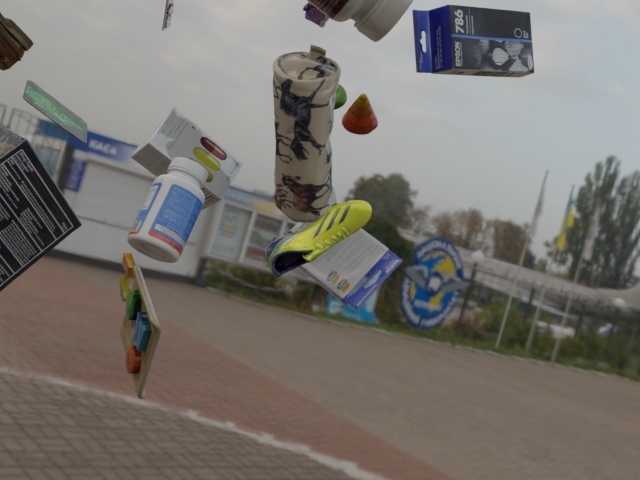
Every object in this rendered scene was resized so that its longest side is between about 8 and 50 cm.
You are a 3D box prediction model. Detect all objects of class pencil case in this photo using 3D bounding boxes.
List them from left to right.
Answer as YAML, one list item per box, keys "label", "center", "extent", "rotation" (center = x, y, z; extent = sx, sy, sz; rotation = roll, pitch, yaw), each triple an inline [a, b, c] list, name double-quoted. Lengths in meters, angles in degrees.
- label: "pencil case"
  center: [-0.035, -0.257, 1.816]
  extent: [0.160, 0.410, 0.183]
  rotation: [8, 34, 10]

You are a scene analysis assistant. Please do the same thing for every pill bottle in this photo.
- label: "pill bottle"
  center: [-0.334, -0.071, 1.663]
  extent: [0.124, 0.221, 0.124]
  rotation: [19, -21, 7]
- label: "pill bottle"
  center: [0.027, -0.648, 1.693]
  extent: [0.392, 0.224, 0.224]
  rotation: [33, -5, -16]

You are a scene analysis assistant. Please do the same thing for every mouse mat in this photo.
- label: "mouse mat"
  center: [-0.681, -0.333, 1.908]
  extent: [0.190, 0.007, 0.152]
  rotation: [38, 14, -31]

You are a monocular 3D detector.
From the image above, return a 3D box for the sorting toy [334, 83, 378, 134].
- label: "sorting toy"
  center: [0.046, -0.498, 2.415]
  extent: [0.365, 0.127, 0.126]
  rotation: [42, -27, 22]

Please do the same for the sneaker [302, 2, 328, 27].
- label: "sneaker"
  center: [-0.009, -0.608, 1.940]
  extent: [0.071, 0.068, 0.170]
  rotation: [13, -9, -9]

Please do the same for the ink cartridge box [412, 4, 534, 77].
- label: "ink cartridge box"
  center: [0.393, -0.505, 1.879]
  extent: [0.333, 0.165, 0.065]
  rotation: [-5, 1, -24]

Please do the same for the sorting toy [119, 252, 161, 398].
- label: "sorting toy"
  center: [-0.432, 0.178, 1.689]
  extent: [0.041, 0.229, 0.307]
  rotation: [0, 35, -28]

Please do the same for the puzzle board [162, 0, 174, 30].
- label: "puzzle board"
  center: [-0.372, -0.572, 1.825]
  extent: [0.011, 0.096, 0.128]
  rotation: [11, 19, -8]

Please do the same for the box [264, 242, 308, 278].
- label: "box"
  center: [-0.098, 0.060, 2.245]
  extent: [0.145, 0.038, 0.186]
  rotation: [36, -7, -5]

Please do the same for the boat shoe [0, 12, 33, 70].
- label: "boat shoe"
  center: [-0.786, -0.507, 1.650]
  extent: [0.111, 0.104, 0.307]
  rotation: [26, -15, 44]

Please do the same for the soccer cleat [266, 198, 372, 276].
- label: "soccer cleat"
  center: [0.000, 0.001, 1.774]
  extent: [0.093, 0.289, 0.121]
  rotation: [53, 17, -35]

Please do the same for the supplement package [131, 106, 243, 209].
- label: "supplement package"
  center: [-0.358, -0.217, 1.999]
  extent: [0.244, 0.139, 0.134]
  rotation: [38, -29, -21]

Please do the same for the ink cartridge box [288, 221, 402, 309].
- label: "ink cartridge box"
  center: [0.051, 0.041, 1.977]
  extent: [0.311, 0.186, 0.065]
  rotation: [37, -13, 30]

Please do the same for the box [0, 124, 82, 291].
- label: "box"
  center: [-0.784, -0.072, 1.752]
  extent: [0.183, 0.294, 0.296]
  rotation: [28, -30, 35]
